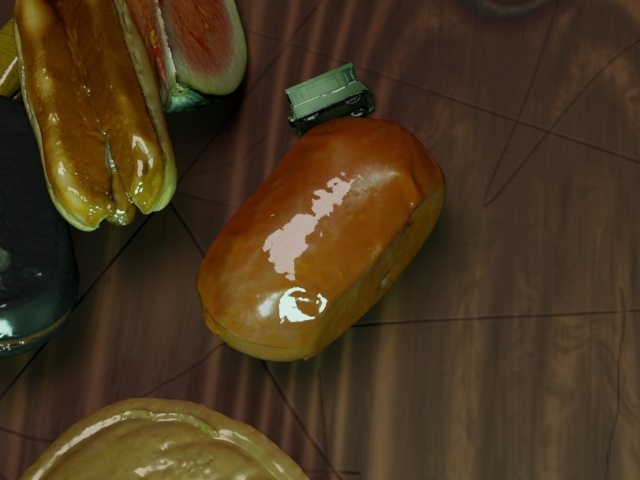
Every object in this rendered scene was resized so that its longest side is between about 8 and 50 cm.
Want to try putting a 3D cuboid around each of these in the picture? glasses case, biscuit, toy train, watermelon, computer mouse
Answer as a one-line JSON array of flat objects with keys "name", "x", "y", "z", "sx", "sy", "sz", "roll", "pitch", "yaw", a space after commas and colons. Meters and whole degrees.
[{"name": "glasses case", "x": -0.301, "y": -0.233, "z": 1.896, "sx": 0.079, "sy": 0.064, "sz": 0.234, "roll": 27, "pitch": 68, "yaw": 31}, {"name": "biscuit", "x": -0.151, "y": 0.324, "z": 1.512, "sx": 0.365, "sy": 0.062, "sz": 0.385, "roll": -42, "pitch": 58, "yaw": -12}, {"name": "toy train", "x": 0.007, "y": -0.145, "z": 1.779, "sx": 0.093, "sy": 0.038, "sz": 0.056, "roll": -23, "pitch": 54, "yaw": -1}, {"name": "watermelon", "x": -0.182, "y": -0.243, "z": 1.836, "sx": 0.128, "sy": 0.159, "sz": 0.303, "roll": -29, "pitch": 64, "yaw": 24}, {"name": "computer mouse", "x": -0.338, "y": -0.011, "z": 1.725, "sx": 0.183, "sy": 0.116, "sz": 0.323, "roll": 0, "pitch": 52, "yaw": -16}]

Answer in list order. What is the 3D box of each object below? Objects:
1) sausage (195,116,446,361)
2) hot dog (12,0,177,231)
[{"name": "sausage", "x": 0.001, "y": 0.001, "z": 1.620, "sx": 0.141, "sy": 0.153, "sz": 0.268, "roll": 38, "pitch": 75, "yaw": 21}, {"name": "hot dog", "x": -0.232, "y": -0.152, "z": 1.740, "sx": 0.135, "sy": 0.100, "sz": 0.337, "roll": -21, "pitch": 57, "yaw": 0}]
